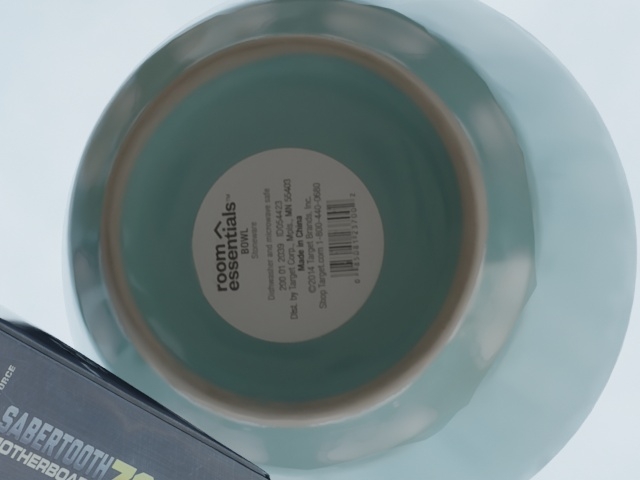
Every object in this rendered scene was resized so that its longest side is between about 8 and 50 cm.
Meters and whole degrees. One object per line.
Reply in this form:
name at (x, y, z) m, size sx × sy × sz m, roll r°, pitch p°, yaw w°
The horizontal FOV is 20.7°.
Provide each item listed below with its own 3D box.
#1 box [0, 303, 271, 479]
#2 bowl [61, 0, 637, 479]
box at (-0.153, 0.041, 0.678) m, size 0.232 × 0.183 × 0.059 m, roll 24°, pitch -98°, yaw 43°
bowl at (0.000, 0.000, 0.865) m, size 0.311 × 0.163 × 0.311 m, roll -1°, pitch -96°, yaw 9°
